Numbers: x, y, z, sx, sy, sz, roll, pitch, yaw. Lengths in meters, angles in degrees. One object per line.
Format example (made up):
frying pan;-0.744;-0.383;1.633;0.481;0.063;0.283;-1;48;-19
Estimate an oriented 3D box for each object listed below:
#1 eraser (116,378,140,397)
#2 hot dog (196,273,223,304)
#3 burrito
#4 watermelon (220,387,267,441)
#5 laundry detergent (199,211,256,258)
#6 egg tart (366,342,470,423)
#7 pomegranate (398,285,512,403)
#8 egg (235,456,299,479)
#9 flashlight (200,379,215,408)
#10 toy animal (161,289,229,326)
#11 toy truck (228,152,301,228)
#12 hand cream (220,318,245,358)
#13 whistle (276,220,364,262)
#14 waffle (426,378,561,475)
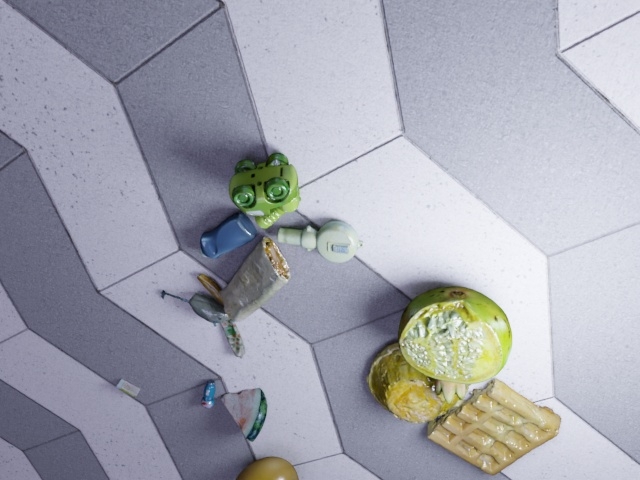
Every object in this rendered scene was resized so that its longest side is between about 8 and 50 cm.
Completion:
eraser;-0.734;0.565;2.194;0.083;0.038;0.019;32;125;-8
hot dog;-0.343;0.157;1.860;0.137;0.028;0.044;49;145;-14
burrito;-0.195;0.128;1.764;0.143;0.105;0.299;38;123;-6
watermelon;-0.263;0.630;2.122;0.202;0.136;0.207;53;158;22
laundry detergent;-0.292;-0.005;1.731;0.206;0.061;0.097;-29;119;28
egg tart;0.303;0.474;1.834;0.340;0.132;0.342;8;122;12
pomegranate;0.385;0.282;1.652;0.309;0.216;0.359;4;123;14
egg;-0.207;0.963;2.187;0.250;0.250;0.323;32;114;-7
flashlight;-0.410;0.563;2.116;0.051;0.051;0.129;16;118;4
toy animal;-0.415;0.211;1.888;0.252;0.070;0.079;18;115;4
toy truck;-0.135;-0.129;1.579;0.186;0.148;0.211;-22;134;20
hand cream;-0.295;0.331;1.957;0.057;0.037;0.165;-11;111;19
whistle;0.000;0.000;1.662;0.257;0.067;0.126;8;121;12
waffle;0.570;0.622;1.898;0.304;0.078;0.348;34;122;-9
